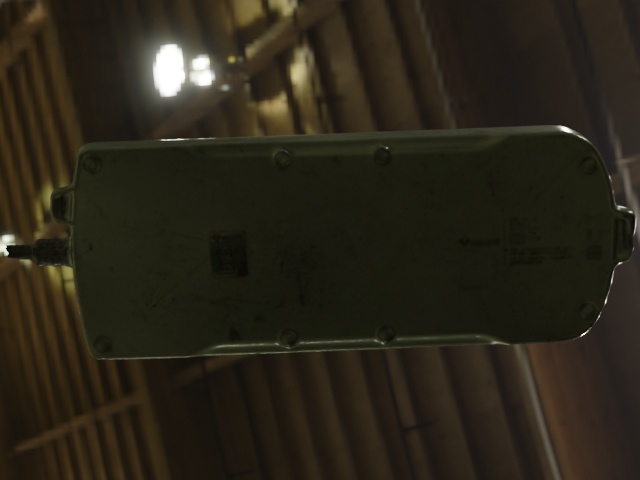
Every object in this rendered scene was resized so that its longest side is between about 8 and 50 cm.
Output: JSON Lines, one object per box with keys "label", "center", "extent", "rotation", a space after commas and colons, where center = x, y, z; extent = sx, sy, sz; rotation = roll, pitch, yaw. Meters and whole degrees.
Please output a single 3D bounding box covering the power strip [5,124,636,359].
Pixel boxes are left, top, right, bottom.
{"label": "power strip", "center": [0.000, 0.000, 0.517], "extent": [0.029, 0.227, 0.080], "rotation": [-106, -165, -79]}
